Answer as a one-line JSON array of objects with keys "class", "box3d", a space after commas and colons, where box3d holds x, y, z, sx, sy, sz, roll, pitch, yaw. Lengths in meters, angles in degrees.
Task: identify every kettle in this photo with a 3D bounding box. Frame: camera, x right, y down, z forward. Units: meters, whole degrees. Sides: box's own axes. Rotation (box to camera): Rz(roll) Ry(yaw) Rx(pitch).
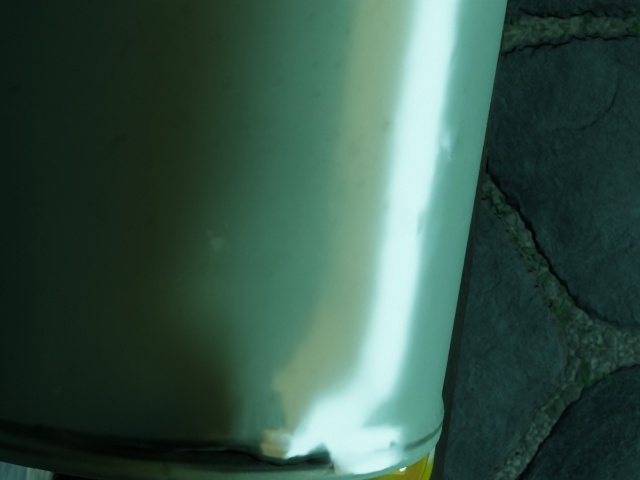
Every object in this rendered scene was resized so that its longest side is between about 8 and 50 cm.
[{"class": "kettle", "box3d": [-0.056, -0.107, 0.632, 0.205, 0.265, 0.318, -6, 106, -47]}]

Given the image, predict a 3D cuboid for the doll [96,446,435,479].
[{"class": "doll", "box3d": [-0.019, 0.094, 1.005, 0.167, 0.162, 0.269, 63, 9, 13]}]
